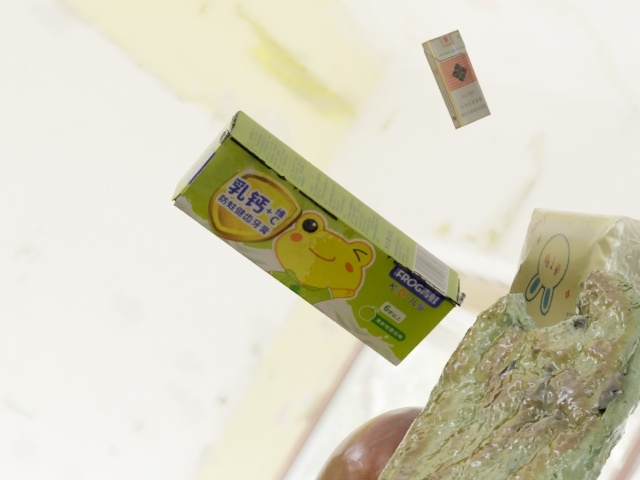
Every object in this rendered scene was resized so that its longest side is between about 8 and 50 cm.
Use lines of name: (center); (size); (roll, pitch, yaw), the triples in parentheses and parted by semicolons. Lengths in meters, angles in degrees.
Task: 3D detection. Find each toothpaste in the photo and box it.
toothpaste: (0.000, 0.000, 2.025); (0.327, 0.110, 0.077); (36, 26, -12)

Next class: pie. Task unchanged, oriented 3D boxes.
pie: (0.153, 0.150, 1.511); (0.067, 0.302, 0.302); (44, -13, -20)

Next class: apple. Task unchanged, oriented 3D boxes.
apple: (0.106, 0.311, 2.214); (0.234, 0.234, 0.234); (31, -9, 5)

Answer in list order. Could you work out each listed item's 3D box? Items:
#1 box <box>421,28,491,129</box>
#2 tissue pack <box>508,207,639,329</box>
box: (0.122, -0.145, 1.656); (0.012, 0.046, 0.083); (-17, -84, 48)
tissue pack: (0.266, 0.048, 1.836); (0.092, 0.148, 0.196); (15, -3, -21)
